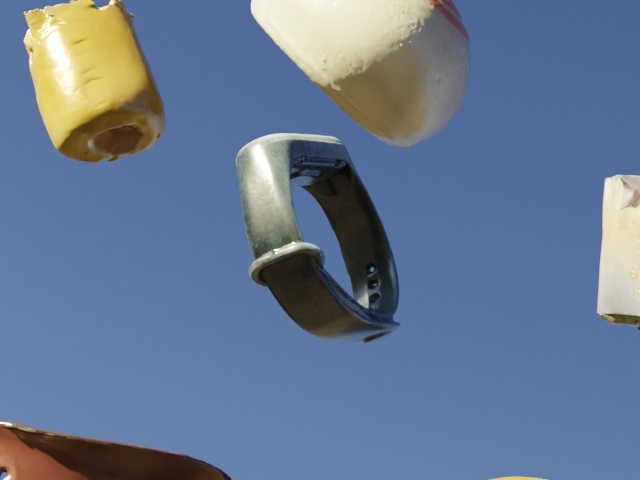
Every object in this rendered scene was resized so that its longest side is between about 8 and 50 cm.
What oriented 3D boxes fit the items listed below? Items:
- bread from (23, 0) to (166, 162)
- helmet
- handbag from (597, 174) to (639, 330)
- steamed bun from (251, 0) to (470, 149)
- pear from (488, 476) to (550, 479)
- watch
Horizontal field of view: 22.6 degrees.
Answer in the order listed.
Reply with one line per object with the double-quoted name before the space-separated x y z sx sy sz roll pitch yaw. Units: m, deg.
"bread" -0.237 -0.171 1.706 0.173 0.134 0.085 65 -35 26
"helmet" -0.283 0.312 1.496 0.384 0.230 0.337 2 -25 23
"handbag" 0.342 0.023 1.622 0.117 0.173 0.095 6 -2 -5
"steamed bun" 0.064 -0.248 1.866 0.283 0.177 0.283 43 9 -9
"pear" 0.231 0.415 1.769 0.314 0.314 0.314 19 -35 14
"watch" 0.000 0.000 1.426 0.068 0.206 0.193 -23 -99 23
